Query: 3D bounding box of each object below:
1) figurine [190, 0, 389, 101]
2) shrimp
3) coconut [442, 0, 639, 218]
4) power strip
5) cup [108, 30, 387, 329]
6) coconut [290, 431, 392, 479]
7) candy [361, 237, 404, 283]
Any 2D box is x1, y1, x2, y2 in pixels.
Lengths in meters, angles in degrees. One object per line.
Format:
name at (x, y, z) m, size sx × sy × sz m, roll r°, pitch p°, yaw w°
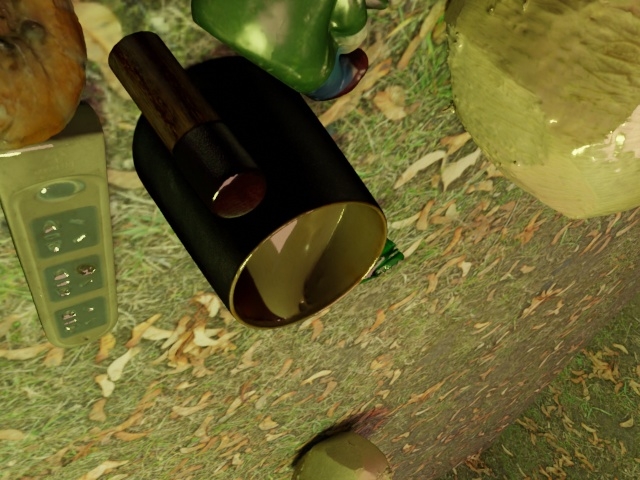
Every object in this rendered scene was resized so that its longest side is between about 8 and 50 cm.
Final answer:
figurine at (0.026, -0.215, 0.380) m, size 0.234 × 0.127 × 0.185 m, roll -59°, pitch 154°, yaw 11°
shrimp at (-0.207, -0.134, 0.295) m, size 0.051 × 0.132 × 0.187 m, roll -7°, pitch 144°, yaw 31°
coconut at (0.282, -0.165, 0.545) m, size 0.297 × 0.254 × 0.297 m, roll -26°, pitch 148°, yaw -18°
power strip at (-0.224, 0.004, 0.486) m, size 0.080 × 0.048 × 0.286 m, roll -15°, pitch 143°, yaw -28°
cup at (-0.074, -0.040, 0.445) m, size 0.239 × 0.177 × 0.166 m, roll 10°, pitch 126°, yaw -48°
coconut at (0.045, 0.563, 1.282) m, size 0.227 × 0.227 × 0.230 m, roll -51°, pitch 155°, yaw 22°
candy at (-0.003, -0.001, 0.656) m, size 0.141 × 0.078 × 0.203 m, roll -45°, pitch 136°, yaw -6°
